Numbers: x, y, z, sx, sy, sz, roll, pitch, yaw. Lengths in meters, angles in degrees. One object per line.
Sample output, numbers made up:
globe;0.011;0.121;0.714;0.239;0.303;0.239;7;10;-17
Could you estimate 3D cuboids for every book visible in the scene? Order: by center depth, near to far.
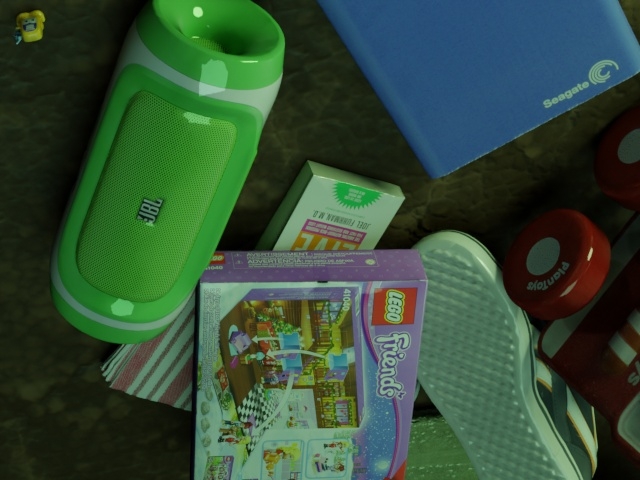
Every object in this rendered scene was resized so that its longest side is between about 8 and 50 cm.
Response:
book;0.000;0.000;1.513;0.096;0.035;0.144;14;123;-27

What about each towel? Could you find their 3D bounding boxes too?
towel;-0.090;0.103;1.582;0.197;0.029;0.144;19;123;-31
towel;0.117;0.212;1.727;0.148;0.027;0.110;-6;130;-8

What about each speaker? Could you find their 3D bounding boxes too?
speaker;-0.129;-0.057;1.365;0.131;0.131;0.296;10;127;-22

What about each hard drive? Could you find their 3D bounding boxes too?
hard drive;0.112;-0.208;1.353;0.210;0.040;0.319;-28;131;10

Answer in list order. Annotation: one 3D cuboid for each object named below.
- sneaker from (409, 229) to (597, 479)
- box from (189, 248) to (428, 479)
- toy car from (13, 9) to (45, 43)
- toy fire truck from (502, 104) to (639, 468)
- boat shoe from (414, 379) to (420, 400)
sneaker;0.171;0.119;1.608;0.126;0.127;0.321;-12;111;29
box;-0.017;0.144;1.541;0.201;0.057;0.293;0;122;-8
toy car;-0.268;-0.180;1.279;0.122;0.040;0.060;0;130;-14
toy fire truck;0.324;0.034;1.454;0.169;0.254;0.302;36;97;-35
boat shoe;-0.001;0.193;1.650;0.076;0.080;0.228;34;117;-22
